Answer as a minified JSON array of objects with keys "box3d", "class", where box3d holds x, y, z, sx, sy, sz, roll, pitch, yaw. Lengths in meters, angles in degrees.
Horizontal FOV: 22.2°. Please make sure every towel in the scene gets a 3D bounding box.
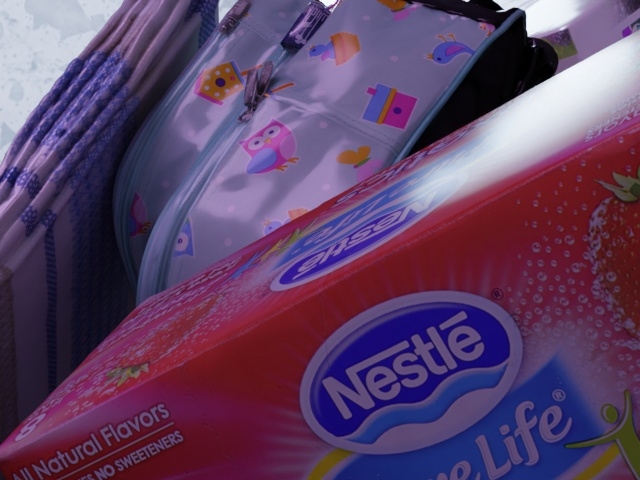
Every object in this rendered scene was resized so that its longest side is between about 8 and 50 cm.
[{"box3d":[-0.117,0.034,0.649,0.209,0.034,0.285,100,-164,-53],"class":"towel"}]

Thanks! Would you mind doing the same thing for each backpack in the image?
[{"box3d":[0.000,0.000,0.645,0.144,0.166,0.188,16,53,17],"class":"backpack"}]

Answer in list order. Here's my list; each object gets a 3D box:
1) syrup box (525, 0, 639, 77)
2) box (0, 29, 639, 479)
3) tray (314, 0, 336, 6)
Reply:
[{"box3d":[0.186,-0.117,0.982,0.096,0.093,0.237,-14,17,44],"class":"syrup box"},{"box3d":[0.055,0.038,0.451,0.257,0.128,0.122,-28,9,26],"class":"box"},{"box3d":[-0.017,-0.042,0.956,0.203,0.076,0.411,-53,9,7],"class":"tray"}]
